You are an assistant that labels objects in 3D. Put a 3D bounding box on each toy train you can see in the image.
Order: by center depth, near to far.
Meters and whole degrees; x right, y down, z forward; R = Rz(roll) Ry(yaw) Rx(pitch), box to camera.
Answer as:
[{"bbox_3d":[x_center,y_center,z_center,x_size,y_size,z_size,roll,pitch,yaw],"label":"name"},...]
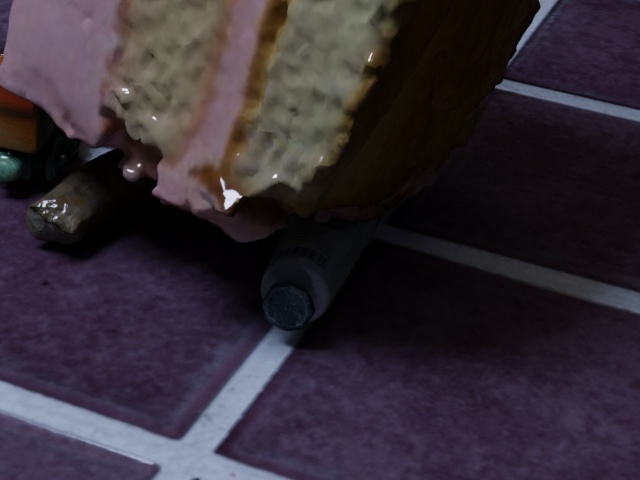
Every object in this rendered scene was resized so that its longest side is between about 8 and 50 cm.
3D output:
[{"bbox_3d":[-0.232,-0.123,1.166,0.074,0.118,0.176,11,35,6],"label":"toy train"}]

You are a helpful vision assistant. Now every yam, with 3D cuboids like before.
[{"bbox_3d":[-0.146,-0.057,1.137,0.056,0.057,0.241,21,34,25],"label":"yam"}]

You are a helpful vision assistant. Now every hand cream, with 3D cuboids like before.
[{"bbox_3d":[0.000,0.000,1.070,0.080,0.050,0.234,10,26,9],"label":"hand cream"}]

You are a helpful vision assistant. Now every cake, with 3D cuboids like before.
[{"bbox_3d":[-0.030,-0.176,1.027,0.306,0.293,0.314,32,27,18],"label":"cake"}]
